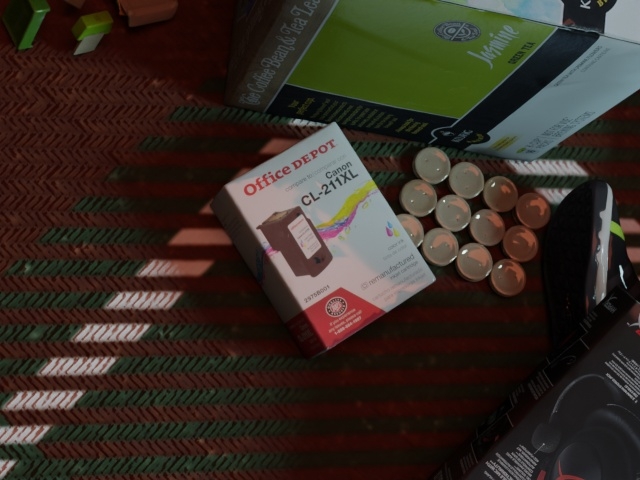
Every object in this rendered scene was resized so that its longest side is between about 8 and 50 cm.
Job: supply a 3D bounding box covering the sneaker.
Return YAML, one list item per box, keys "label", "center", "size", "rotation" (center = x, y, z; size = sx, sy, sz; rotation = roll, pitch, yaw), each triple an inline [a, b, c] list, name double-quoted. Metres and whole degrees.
- label: "sneaker"
  center: [0.275, 0.061, 1.328]
  size: [0.097, 0.084, 0.234]
  rotation: [4, 83, -25]

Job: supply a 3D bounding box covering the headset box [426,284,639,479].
- label: "headset box"
  center: [0.243, 0.221, 1.216]
  size: [0.218, 0.110, 0.293]
  rotation: [42, 96, -1]

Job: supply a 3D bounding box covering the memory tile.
- label: "memory tile"
  center: [0.143, -0.018, 1.339]
  size: [0.148, 0.012, 0.113]
  rotation: [24, 73, -7]

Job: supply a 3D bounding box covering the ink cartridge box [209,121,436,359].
- label: "ink cartridge box"
  center: [0.000, 0.000, 1.266]
  size: [0.127, 0.072, 0.175]
  rotation: [-32, 87, -18]

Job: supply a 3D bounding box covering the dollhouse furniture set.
- label: "dollhouse furniture set"
  center: [-0.212, -0.217, 1.289]
  size: [0.152, 0.058, 0.076]
  rotation: [-20, 75, -37]

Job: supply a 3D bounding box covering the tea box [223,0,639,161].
- label: "tea box"
  center: [0.107, -0.235, 1.212]
  size: [0.324, 0.329, 0.219]
  rotation: [9, 76, -13]
